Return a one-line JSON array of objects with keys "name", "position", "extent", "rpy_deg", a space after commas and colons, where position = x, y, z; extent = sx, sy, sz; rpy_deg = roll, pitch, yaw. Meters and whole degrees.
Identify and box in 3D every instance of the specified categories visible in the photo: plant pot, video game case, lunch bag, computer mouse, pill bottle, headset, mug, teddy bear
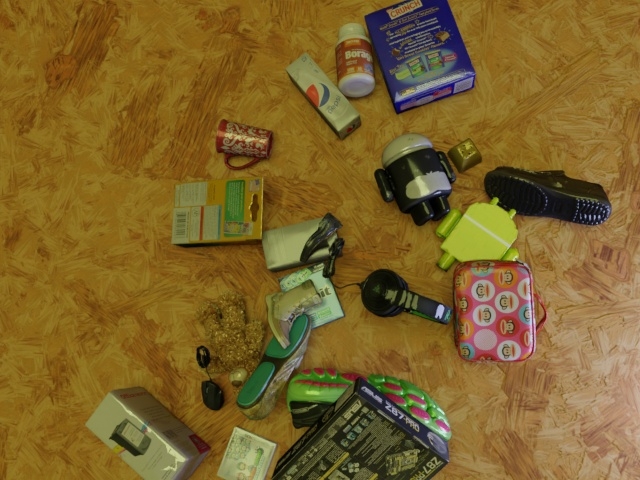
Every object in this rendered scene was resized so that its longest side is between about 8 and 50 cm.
[{"name": "plant pot", "position": [0.450, -0.271, 1.826], "extent": [0.081, 0.083, 0.082], "rpy_deg": [-30, 77, 2]}, {"name": "video game case", "position": [-0.225, 0.668, 1.797], "extent": [0.143, 0.019, 0.157], "rpy_deg": [19, 84, 11]}, {"name": "lunch bag", "position": [0.514, 0.201, 1.693], "extent": [0.258, 0.120, 0.293], "rpy_deg": [-1, 96, 9]}, {"name": "computer mouse", "position": [-0.343, 0.422, 1.779], "extent": [0.071, 0.041, 0.242], "rpy_deg": [9, 121, 33]}, {"name": "pill bottle", "position": [0.109, -0.584, 1.902], "extent": [0.121, 0.121, 0.216], "rpy_deg": [-7, 71, 7]}, {"name": "headset", "position": [0.195, 0.130, 1.713], "extent": [0.393, 0.243, 0.185], "rpy_deg": [18, 83, 11]}, {"name": "mug", "position": [-0.246, -0.315, 1.939], "extent": [0.169, 0.150, 0.113], "rpy_deg": [10, 46, 6]}, {"name": "teddy bear", "position": [-0.274, 0.322, 1.818], "extent": [0.244, 0.113, 0.338], "rpy_deg": [-10, 79, 9]}]

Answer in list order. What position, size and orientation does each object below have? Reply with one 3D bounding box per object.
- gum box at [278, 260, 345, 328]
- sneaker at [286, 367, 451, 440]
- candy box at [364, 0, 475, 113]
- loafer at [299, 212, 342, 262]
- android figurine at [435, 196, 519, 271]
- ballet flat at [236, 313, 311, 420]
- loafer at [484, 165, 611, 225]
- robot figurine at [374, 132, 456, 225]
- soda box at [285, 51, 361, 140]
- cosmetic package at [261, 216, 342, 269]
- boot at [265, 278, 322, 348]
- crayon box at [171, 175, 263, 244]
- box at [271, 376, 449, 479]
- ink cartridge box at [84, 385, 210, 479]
[{"name": "gum box", "position": [-0.028, 0.179, 1.840], "extent": [0.156, 0.041, 0.185], "rpy_deg": [-22, 77, 5]}, {"name": "sneaker", "position": [0.137, 0.509, 1.718], "extent": [0.482, 0.185, 0.202], "rpy_deg": [11, 109, 8]}, {"name": "candy box", "position": [0.315, -0.603, 1.883], "extent": [0.268, 0.122, 0.317], "rpy_deg": [-18, 79, 6]}, {"name": "loafer", "position": [0.000, 0.000, 1.757], "extent": [0.061, 0.062, 0.170], "rpy_deg": [34, 89, 5]}, {"name": "android figurine", "position": [0.477, -0.001, 1.777], "extent": [0.248, 0.056, 0.273], "rpy_deg": [35, 95, 10]}, {"name": "ballet flat", "position": [-0.122, 0.374, 1.735], "extent": [0.123, 0.123, 0.349], "rpy_deg": [27, 58, 12]}, {"name": "loafer", "position": [0.676, -0.146, 1.769], "extent": [0.365, 0.134, 0.130], "rpy_deg": [18, 47, 12]}, {"name": "robot figurine", "position": [0.292, -0.188, 1.793], "extent": [0.173, 0.209, 0.278], "rpy_deg": [-28, 77, 33]}, {"name": "soda box", "position": [0.011, -0.468, 1.916], "extent": [0.091, 0.098, 0.286], "rpy_deg": [-38, 78, 1]}, {"name": "cosmetic package", "position": [-0.058, 0.012, 1.844], "extent": [0.237, 0.107, 0.127], "rpy_deg": [-11, 79, 3]}, {"name": "boot", "position": [-0.072, 0.210, 1.742], "extent": [0.165, 0.077, 0.213], "rpy_deg": [-22, 38, 3]}, {"name": "crayon box", "position": [-0.313, -0.087, 1.876], "extent": [0.322, 0.083, 0.203], "rpy_deg": [-2, 80, 21]}, {"name": "box", "position": [0.104, 0.608, 1.613], "extent": [0.318, 0.097, 0.395], "rpy_deg": [37, 110, -3]}, {"name": "ink cartridge box", "position": [-0.504, 0.583, 1.747], "extent": [0.306, 0.226, 0.131], "rpy_deg": [35, 85, 13]}]
